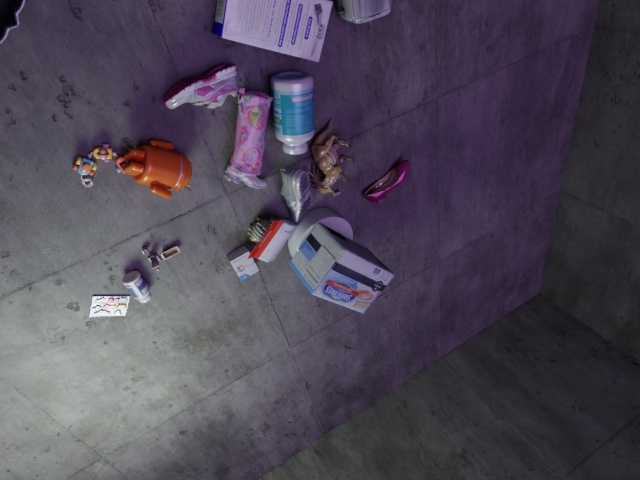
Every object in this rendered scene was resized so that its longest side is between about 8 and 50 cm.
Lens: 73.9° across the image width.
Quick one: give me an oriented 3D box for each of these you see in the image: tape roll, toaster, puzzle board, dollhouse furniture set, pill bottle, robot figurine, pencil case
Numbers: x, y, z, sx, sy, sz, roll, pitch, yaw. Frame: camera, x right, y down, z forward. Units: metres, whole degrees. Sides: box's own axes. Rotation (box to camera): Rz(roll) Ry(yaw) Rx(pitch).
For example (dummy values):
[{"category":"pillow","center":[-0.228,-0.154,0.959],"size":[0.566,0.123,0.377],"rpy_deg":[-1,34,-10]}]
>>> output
[{"category":"tape roll","center":[0.000,0.000,1.886],"size":[0.286,0.100,0.286],"rpy_deg":[-18,129,-23]},{"category":"toaster","center":[0.150,-0.819,1.405],"size":[0.227,0.129,0.146],"rpy_deg":[-28,135,-18]},{"category":"puzzle board","center":[-0.790,0.248,1.595],"size":[0.128,0.011,0.096],"rpy_deg":[5,117,-35]},{"category":"dollhouse furniture set","center":[-0.575,0.054,1.555],"size":[0.114,0.081,0.091],"rpy_deg":[-29,132,-14]},{"category":"pill bottle","center":[-0.094,-0.441,1.488],"size":[0.146,0.146,0.264],"rpy_deg":[-18,128,-23]},{"category":"pill bottle","center":[-0.678,0.175,1.581],"size":[0.067,0.067,0.120],"rpy_deg":[-28,131,-15]},{"category":"robot figurine","center":[-0.511,-0.229,1.364],"size":[0.219,0.158,0.128],"rpy_deg":[7,130,-45]},{"category":"pencil case","center":[-0.241,-0.363,1.438],"size":[0.124,0.124,0.284],"rpy_deg":[-2,113,-33]}]

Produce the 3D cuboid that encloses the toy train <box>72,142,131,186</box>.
[{"category":"toy train","center":[-0.672,-0.228,1.321],"size":[0.166,0.046,0.125],"rpy_deg":[-29,132,-14]}]

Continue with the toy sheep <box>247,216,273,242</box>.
[{"category":"toy sheep","center":[-0.237,-0.043,1.711],"size":[0.132,0.091,0.091],"rpy_deg":[-41,137,24]}]

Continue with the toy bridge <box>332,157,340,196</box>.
[{"category":"toy bridge","center":[0.050,-0.265,1.788],"size":[0.063,0.026,0.188],"rpy_deg":[-19,129,-19]}]

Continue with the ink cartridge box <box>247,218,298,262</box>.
[{"category":"ink cartridge box","center":[-0.186,0.005,1.708],"size":[0.066,0.232,0.189],"rpy_deg":[36,100,2]}]

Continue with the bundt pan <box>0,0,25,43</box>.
[{"category":"bundt pan","center":[-0.832,-0.586,0.916],"size":[0.331,0.124,0.331],"rpy_deg":[-17,129,-23]}]

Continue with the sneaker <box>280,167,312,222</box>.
[{"category":"sneaker","center":[-0.103,-0.189,1.701],"size":[0.105,0.115,0.281],"rpy_deg":[-50,158,-33]}]

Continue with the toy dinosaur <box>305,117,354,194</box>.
[{"category":"toy dinosaur","center":[0.016,-0.319,1.673],"size":[0.127,0.200,0.295],"rpy_deg":[-34,114,-56]}]

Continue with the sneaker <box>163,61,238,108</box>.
[{"category":"sneaker","center":[-0.361,-0.458,1.330],"size":[0.252,0.103,0.111],"rpy_deg":[-28,130,-14]}]

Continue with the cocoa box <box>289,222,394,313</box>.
[{"category":"cocoa box","center":[0.090,0.123,1.801],"size":[0.347,0.231,0.228],"rpy_deg":[27,104,-42]}]

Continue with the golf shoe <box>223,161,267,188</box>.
[{"category":"golf shoe","center":[-0.265,-0.244,1.569],"size":[0.176,0.069,0.086],"rpy_deg":[12,107,-39]}]

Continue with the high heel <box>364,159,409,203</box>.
[{"category":"high heel","center":[0.297,-0.272,1.910],"size":[0.244,0.082,0.117],"rpy_deg":[-47,145,21]}]

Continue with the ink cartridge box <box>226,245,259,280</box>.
[{"category":"ink cartridge box","center":[-0.323,0.094,1.770],"size":[0.088,0.052,0.122],"rpy_deg":[-31,131,-12]}]

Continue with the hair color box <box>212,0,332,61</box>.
[{"category":"hair color box","center":[-0.145,-0.688,1.312],"size":[0.339,0.110,0.185],"rpy_deg":[0,119,-32]}]
